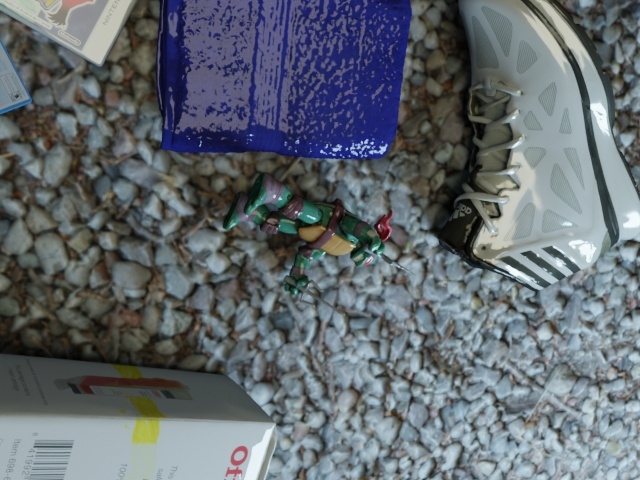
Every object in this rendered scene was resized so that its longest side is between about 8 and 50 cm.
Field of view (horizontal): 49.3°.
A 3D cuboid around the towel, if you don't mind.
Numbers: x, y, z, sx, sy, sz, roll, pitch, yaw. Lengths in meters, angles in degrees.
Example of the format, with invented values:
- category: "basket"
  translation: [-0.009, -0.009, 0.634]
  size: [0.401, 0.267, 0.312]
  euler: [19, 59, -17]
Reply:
- category: "towel"
  translation: [-0.047, -0.219, 0.872]
  size: [0.308, 0.076, 0.227]
  euler: [1, 109, -17]

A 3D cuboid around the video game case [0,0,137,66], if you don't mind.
- category: "video game case"
  translation: [-0.299, -0.330, 0.794]
  size: [0.201, 0.023, 0.183]
  euler: [29, 93, -20]

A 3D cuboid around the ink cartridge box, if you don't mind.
- category: "ink cartridge box"
  translation: [-0.280, 0.297, 0.817]
  size: [0.385, 0.160, 0.279]
  euler: [14, 99, -35]

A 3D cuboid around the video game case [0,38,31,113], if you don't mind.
- category: "video game case"
  translation: [-0.411, -0.177, 0.750]
  size: [0.166, 0.015, 0.119]
  euler: [-39, 114, -43]

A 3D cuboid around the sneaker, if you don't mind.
- category: "sneaker"
  translation: [0.247, -0.112, 0.925]
  size: [0.257, 0.169, 0.447]
  euler: [-36, 112, -8]

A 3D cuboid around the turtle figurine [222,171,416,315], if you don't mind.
- category: "turtle figurine"
  translation: [0.000, 0.000, 0.911]
  size: [0.234, 0.118, 0.175]
  euler: [28, 134, -18]
